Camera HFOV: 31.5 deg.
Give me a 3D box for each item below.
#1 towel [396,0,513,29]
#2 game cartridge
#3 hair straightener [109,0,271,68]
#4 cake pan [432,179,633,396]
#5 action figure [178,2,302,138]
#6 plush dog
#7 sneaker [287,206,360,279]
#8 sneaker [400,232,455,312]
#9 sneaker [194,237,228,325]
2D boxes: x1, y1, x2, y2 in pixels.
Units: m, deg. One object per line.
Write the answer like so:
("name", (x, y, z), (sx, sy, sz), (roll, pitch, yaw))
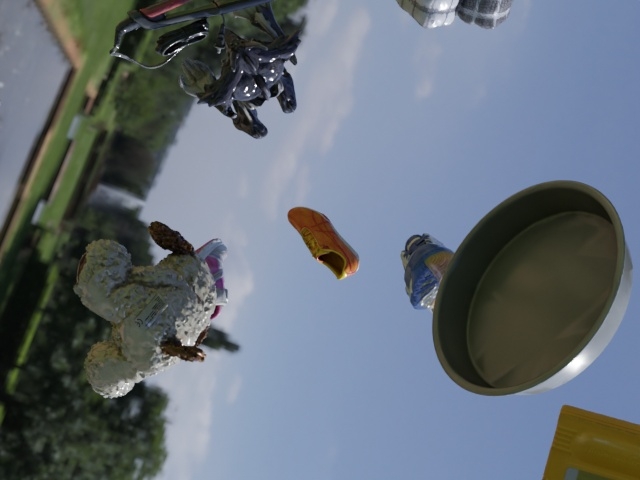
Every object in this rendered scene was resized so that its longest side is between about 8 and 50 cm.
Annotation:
("towel", (0.100, -0.349, 0.995), (0.283, 0.121, 0.235), (-117, -154, -46))
("game cartridge", (0.514, 0.461, 1.939), (0.052, 0.286, 0.323), (-49, 150, -61))
("hair straightener", (-0.137, -0.254, 1.326), (0.047, 0.231, 0.089), (45, -22, 60))
("cake pan", (0.264, 0.065, 1.401), (0.293, 0.054, 0.293), (-34, -141, 33))
("action figure", (-0.105, -0.230, 1.507), (0.164, 0.141, 0.275), (-41, 170, -4))
("plush dog", (-0.234, 0.101, 1.733), (0.225, 0.211, 0.262), (-53, 146, -56))
("sneaker", (0.000, 0.000, 2.135), (0.067, 0.175, 0.064), (-28, 154, -50))
("sneaker", (0.177, 0.045, 1.947), (0.112, 0.131, 0.296), (-36, 161, 1))
("sneaker", (-0.218, 0.087, 2.033), (0.103, 0.111, 0.252), (-31, -166, 29))
